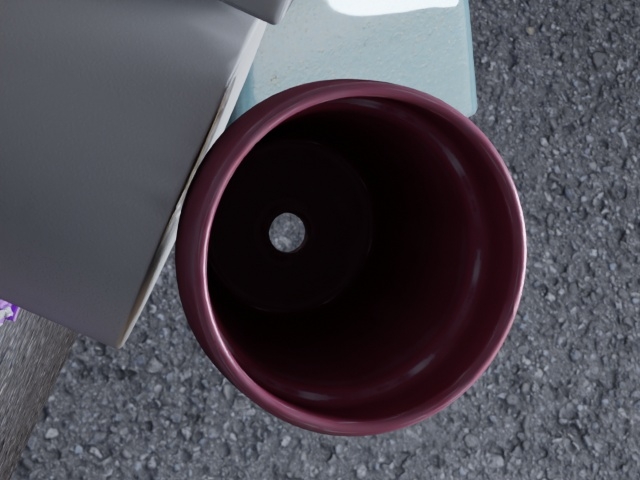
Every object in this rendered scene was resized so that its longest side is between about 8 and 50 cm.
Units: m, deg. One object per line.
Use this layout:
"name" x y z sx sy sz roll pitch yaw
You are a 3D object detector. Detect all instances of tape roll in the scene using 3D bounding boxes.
"tape roll" -0.153 -0.075 0.936 0.246 0.169 0.246 -156 -90 -86

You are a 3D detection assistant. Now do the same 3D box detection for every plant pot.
"plant pot" 0.000 0.000 0.911 0.201 0.201 0.180 -66 -161 1
"plant pot" -0.036 -0.217 1.174 0.247 0.248 0.252 -25 137 -26

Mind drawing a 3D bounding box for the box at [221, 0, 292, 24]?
"box" -0.074 -0.231 0.883 0.182 0.181 0.119 -76 -169 -70

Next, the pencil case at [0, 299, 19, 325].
"pencil case" -0.258 0.060 0.957 0.086 0.088 0.206 -62 -177 18
